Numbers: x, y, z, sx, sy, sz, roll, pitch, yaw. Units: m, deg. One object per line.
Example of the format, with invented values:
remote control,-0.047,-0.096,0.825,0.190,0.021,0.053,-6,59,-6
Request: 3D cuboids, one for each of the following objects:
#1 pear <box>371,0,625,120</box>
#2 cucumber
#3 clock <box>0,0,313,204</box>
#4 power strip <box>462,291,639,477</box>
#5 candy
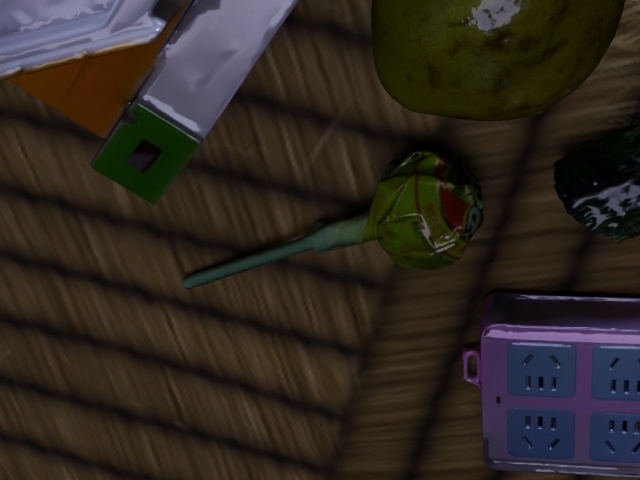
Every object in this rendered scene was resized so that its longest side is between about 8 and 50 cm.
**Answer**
pear,0.081,-0.108,0.603,0.107,0.107,0.131,43,130,-17
cucumber,0.205,-0.057,0.644,0.187,0.058,0.058,-29,114,28
clock,-0.093,-0.176,0.560,0.235,0.166,0.309,32,116,-11
power strip,0.218,0.084,0.747,0.279,0.037,0.109,1,123,10
candy,0.000,0.000,0.734,0.194,0.062,0.058,-16,164,31
